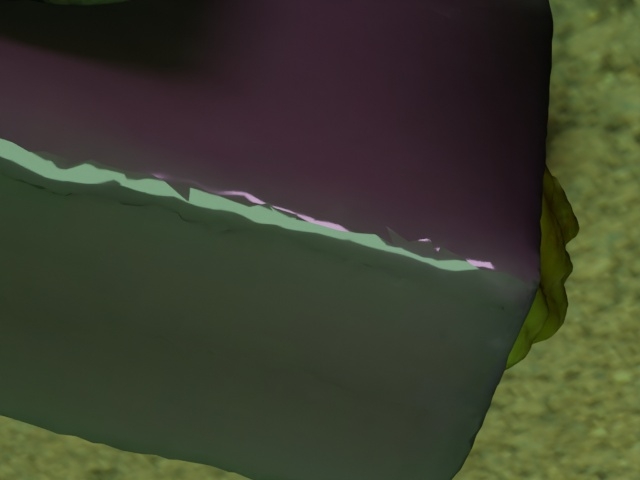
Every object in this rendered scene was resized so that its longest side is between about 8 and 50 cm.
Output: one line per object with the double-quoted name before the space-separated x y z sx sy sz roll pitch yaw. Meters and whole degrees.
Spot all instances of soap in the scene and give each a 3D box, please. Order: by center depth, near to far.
"soap" -0.075 -0.088 0.573 0.285 0.296 0.107 17 130 -4

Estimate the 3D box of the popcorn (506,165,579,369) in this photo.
"popcorn" -0.001 0.005 0.734 0.197 0.156 0.198 -2 139 -2

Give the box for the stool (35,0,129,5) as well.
"stool" -0.052 -0.202 0.491 0.179 0.264 0.179 5 130 5
